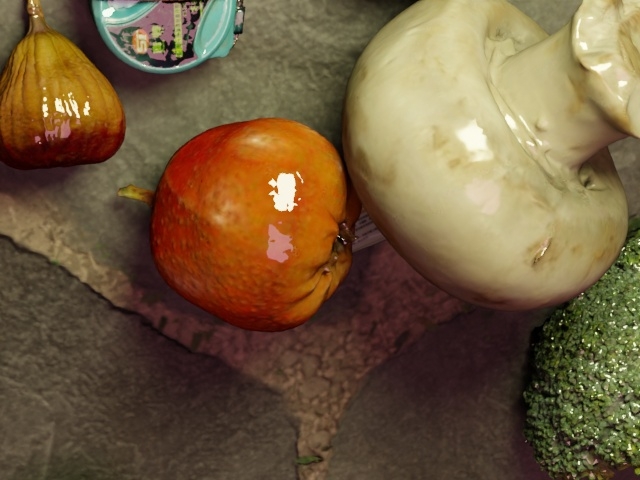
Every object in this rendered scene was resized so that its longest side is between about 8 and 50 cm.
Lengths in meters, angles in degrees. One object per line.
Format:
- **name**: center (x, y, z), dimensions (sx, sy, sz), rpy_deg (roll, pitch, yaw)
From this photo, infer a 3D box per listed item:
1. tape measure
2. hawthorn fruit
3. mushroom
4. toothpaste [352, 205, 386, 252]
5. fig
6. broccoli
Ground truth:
- **tape measure**: center (-0.132, -0.208, 1.401), dimensions (0.146, 0.081, 0.125), rpy_deg (-3, 112, -13)
- **hawthorn fruit**: center (-0.078, -0.021, 1.452), dimensions (0.225, 0.196, 0.197), rpy_deg (13, 117, 21)
- **mushroom**: center (0.178, -0.097, 1.402), dimensions (0.290, 0.297, 0.297), rpy_deg (-31, 122, 31)
- **toothpaste**: center (0.000, 0.000, 1.558), dimensions (0.255, 0.037, 0.067), rpy_deg (-24, 113, -6)
- **fig**: center (-0.241, -0.125, 1.417), dimensions (0.119, 0.153, 0.119), rpy_deg (-25, 160, -10)
- **broccoli**: center (0.367, 0.182, 1.668), dimensions (0.361, 0.221, 0.252), rpy_deg (48, 60, -28)
